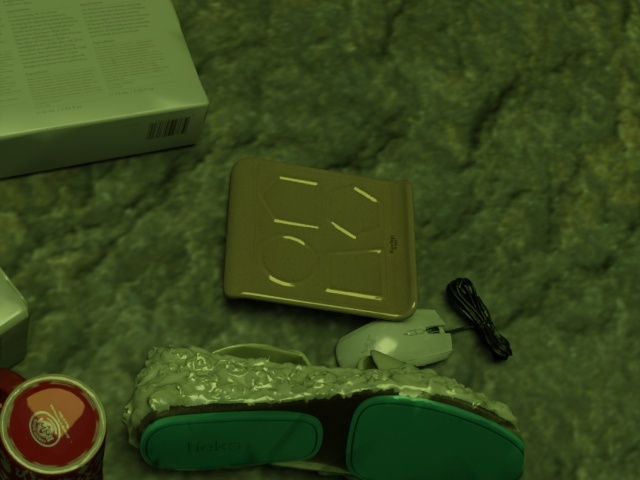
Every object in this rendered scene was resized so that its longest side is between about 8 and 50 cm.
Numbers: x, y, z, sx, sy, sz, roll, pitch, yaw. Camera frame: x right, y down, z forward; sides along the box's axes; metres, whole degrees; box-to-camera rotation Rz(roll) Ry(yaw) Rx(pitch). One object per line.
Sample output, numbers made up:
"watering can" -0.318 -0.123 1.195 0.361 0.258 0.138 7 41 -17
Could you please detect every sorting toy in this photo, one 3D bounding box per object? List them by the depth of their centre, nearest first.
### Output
"sorting toy" 0.000 0.000 1.349 0.208 0.038 0.193 6 52 -7

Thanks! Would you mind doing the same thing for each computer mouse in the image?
"computer mouse" 0.110 0.106 1.329 0.193 0.042 0.106 -16 69 -23

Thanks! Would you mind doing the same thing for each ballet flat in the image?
"ballet flat" 0.009 0.160 1.223 0.409 0.147 0.147 7 61 -11

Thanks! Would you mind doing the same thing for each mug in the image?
"mug" -0.263 0.185 1.105 0.150 0.169 0.113 28 59 -1

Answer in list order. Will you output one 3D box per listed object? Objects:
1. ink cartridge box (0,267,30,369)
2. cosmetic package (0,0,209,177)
"ink cartridge box" -0.438 0.087 1.139 0.273 0.114 0.197 -34 75 -28
"cosmetic package" -0.345 -0.213 1.336 0.377 0.097 0.284 -12 68 -21
